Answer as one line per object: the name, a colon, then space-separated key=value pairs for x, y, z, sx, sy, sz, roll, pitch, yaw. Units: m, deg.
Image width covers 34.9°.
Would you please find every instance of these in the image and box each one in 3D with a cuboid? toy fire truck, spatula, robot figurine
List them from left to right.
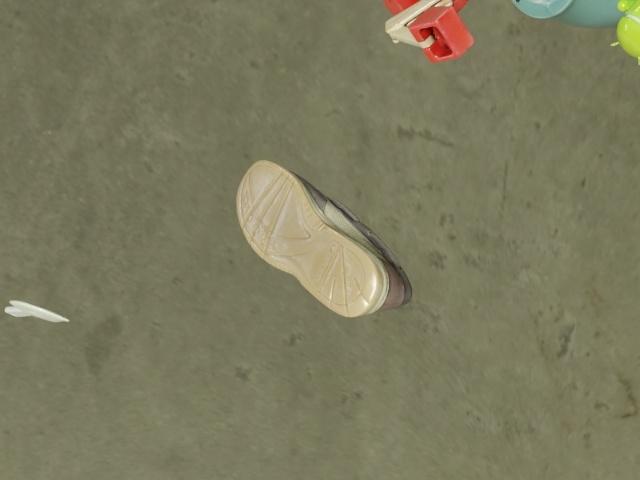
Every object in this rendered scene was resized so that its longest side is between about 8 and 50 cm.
spatula: x=-0.337 y=0.041 z=0.974 sx=0.168 sy=0.242 sz=0.019 roll=24 pitch=77 yaw=-21
toy fire truck: x=0.113 y=-0.247 z=1.074 sx=0.135 sy=0.047 sz=0.192 roll=-49 pitch=28 yaw=-16
robot figurine: x=0.398 y=-0.262 z=1.200 sx=0.115 sy=0.067 sz=0.101 roll=-48 pitch=59 yaw=6

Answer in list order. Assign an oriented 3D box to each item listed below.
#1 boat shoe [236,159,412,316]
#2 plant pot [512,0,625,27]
boat shoe: x=0.000 y=0.000 z=1.200 sx=0.285 sy=0.092 sz=0.103 roll=40 pitch=106 yaw=43
plant pot: x=0.473 y=-0.501 z=1.812 sx=0.255 sy=0.272 sz=0.272 roll=-17 pitch=68 yaw=-35
